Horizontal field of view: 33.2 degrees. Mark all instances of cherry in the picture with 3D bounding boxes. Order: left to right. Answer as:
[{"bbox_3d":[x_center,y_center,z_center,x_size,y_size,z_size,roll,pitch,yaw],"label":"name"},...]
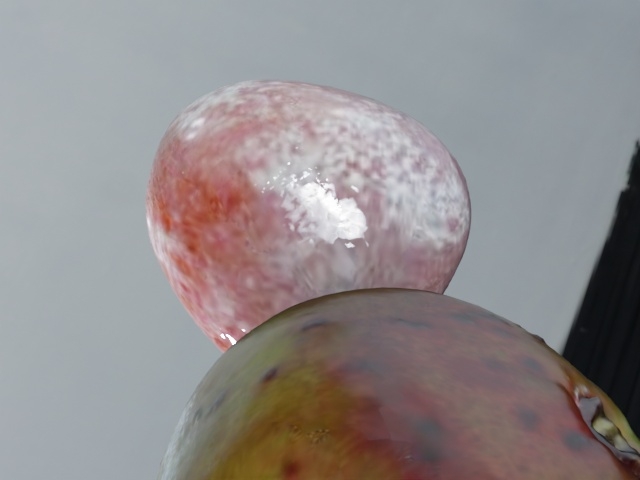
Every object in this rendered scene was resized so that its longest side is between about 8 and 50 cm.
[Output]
[{"bbox_3d":[0.000,0.000,0.821,0.285,0.236,0.213,37,-171,-12],"label":"cherry"}]

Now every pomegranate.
[{"bbox_3d":[0.037,0.196,0.511,0.291,0.323,0.291,20,-163,-6],"label":"pomegranate"}]
